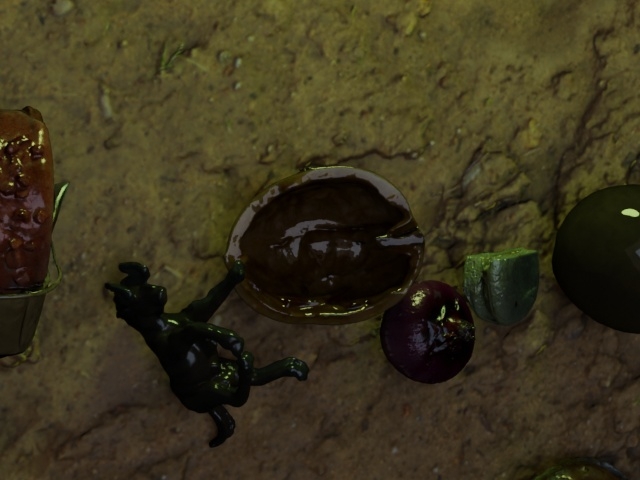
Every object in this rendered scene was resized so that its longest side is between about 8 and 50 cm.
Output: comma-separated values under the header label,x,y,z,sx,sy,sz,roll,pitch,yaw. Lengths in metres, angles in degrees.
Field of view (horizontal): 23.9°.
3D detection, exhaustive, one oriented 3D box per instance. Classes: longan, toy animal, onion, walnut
label,x,y,z,sx,sy,sz,roll,pitch,yaw
longan,0.353,0.020,1.680,0.189,0.189,0.189,-3,97,-22
toy animal,-0.119,0.107,1.528,0.232,0.148,0.084,60,36,-30
onion,0.120,0.098,1.621,0.115,0.104,0.115,3,86,-46
walnut,-0.002,0.000,1.567,0.211,0.087,0.167,-3,104,-12

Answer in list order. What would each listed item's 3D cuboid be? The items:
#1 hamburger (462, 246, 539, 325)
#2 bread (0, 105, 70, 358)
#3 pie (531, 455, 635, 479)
label,x,y,z,sx,sy,sz,roll,pitch,yaw
hamburger,0.204,0.053,1.662,0.121,0.054,0.084,-13,102,-56
bread,-0.298,-0.018,1.371,0.142,0.224,0.212,2,117,-22
pie,0.292,0.387,1.733,0.308,0.085,0.308,-2,95,-26
